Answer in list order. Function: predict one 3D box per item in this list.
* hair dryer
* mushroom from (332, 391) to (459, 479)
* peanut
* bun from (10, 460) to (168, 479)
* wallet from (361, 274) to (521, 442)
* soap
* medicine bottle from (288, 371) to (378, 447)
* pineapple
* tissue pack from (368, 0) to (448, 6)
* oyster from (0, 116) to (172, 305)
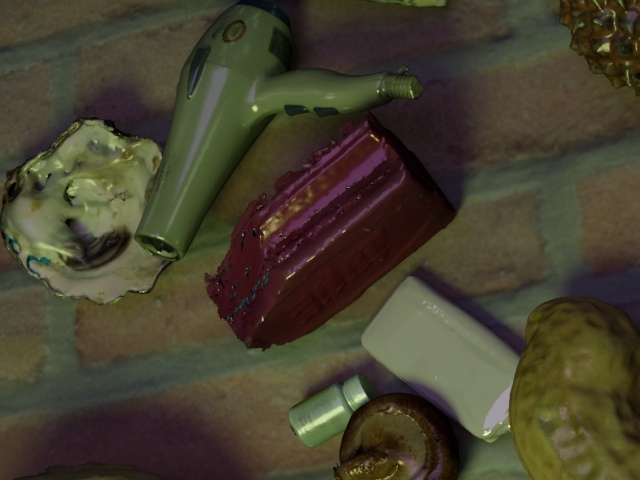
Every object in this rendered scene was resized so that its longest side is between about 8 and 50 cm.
[{"bbox_3d":[-0.074,-0.097,1.604,0.296,0.119,0.298,-54,43,-5],"label":"hair dryer"},{"bbox_3d":[0.075,0.205,1.476,0.127,0.087,0.127,-8,73,26],"label":"mushroom"},{"bbox_3d":[0.250,0.185,1.375,0.147,0.147,0.305,-29,61,15],"label":"peanut"},{"bbox_3d":[-0.233,0.393,1.485,0.326,0.234,0.362,35,74,25],"label":"bun"},{"bbox_3d":[0.126,0.116,1.514,0.190,0.033,0.095,39,94,31],"label":"wallet"},{"bbox_3d":[0.000,0.000,1.547,0.250,0.162,0.099,-39,66,11],"label":"soap"},{"bbox_3d":[0.013,0.167,1.542,0.083,0.047,0.047,-32,62,13],"label":"medicine bottle"},{"bbox_3d":[0.312,-0.214,1.476,0.166,0.166,0.193,-24,80,17],"label":"pineapple"},{"bbox_3d":[-0.075,-0.404,1.621,0.405,0.332,0.205,10,76,29],"label":"tissue pack"},{"bbox_3d":[-0.249,-0.023,1.718,0.214,0.083,0.222,-27,67,18],"label":"oyster"}]
